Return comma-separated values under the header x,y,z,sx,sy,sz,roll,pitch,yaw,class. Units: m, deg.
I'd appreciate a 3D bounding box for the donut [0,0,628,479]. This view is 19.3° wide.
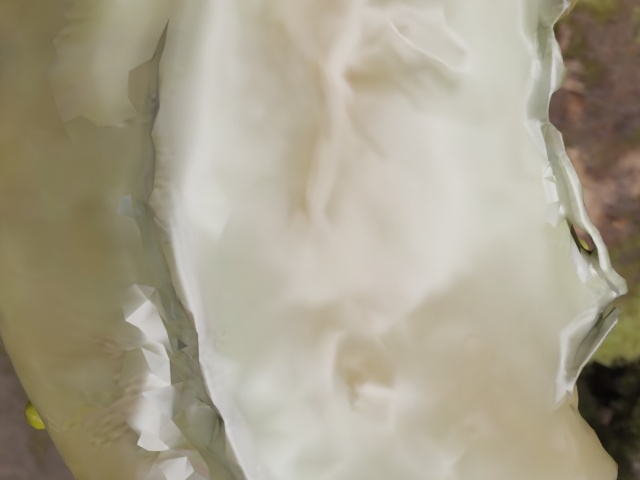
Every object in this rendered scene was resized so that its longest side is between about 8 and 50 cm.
x,y,z,sx,sy,sz,roll,pitch,yaw,class
0.036,-0.073,0.525,0.307,0.150,0.371,40,73,-30,donut
